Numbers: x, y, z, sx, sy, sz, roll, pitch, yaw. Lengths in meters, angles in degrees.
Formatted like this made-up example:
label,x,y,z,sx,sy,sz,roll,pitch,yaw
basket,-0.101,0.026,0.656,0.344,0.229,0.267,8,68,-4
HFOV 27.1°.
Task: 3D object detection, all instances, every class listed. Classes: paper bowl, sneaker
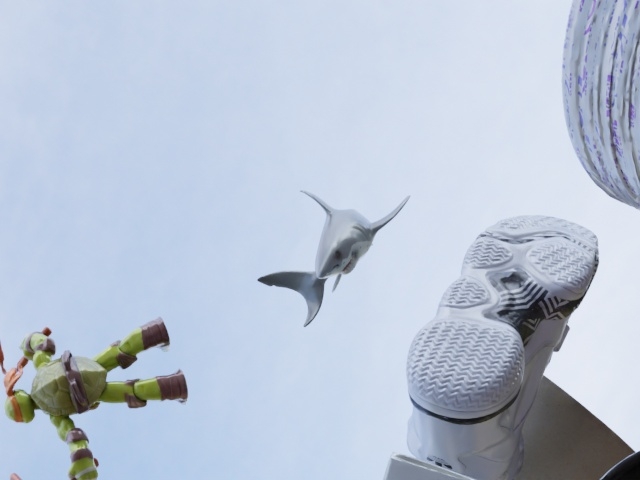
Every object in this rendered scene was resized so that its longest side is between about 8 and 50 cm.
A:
label,x,y,z,sx,sy,sz,roll,pitch,yaw
paper bowl,0.311,-0.134,0.902,0.284,0.148,0.284,-20,-57,-34
sneaker,0.196,0.129,1.482,0.366,0.137,0.210,-46,-31,-45

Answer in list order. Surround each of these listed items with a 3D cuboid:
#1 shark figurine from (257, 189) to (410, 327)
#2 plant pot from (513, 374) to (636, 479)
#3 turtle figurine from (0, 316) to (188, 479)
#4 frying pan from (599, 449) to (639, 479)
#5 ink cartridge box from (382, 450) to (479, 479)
label,x,y,z,sx,sy,sz,roll,pitch,yaw
shark figurine,0.006,-0.007,1.621,0.166,0.116,0.278,-49,0,-16
plant pot,0.222,0.314,1.604,0.274,0.256,0.256,-50,-36,-6
turtle figurine,-0.273,0.155,1.515,0.217,0.269,0.087,-18,-38,-14
frying pan,0.311,0.281,0.913,0.197,0.326,0.053,-38,-28,-5
ink cartridge box,0.082,0.300,1.169,0.153,0.086,0.208,43,-118,-74
